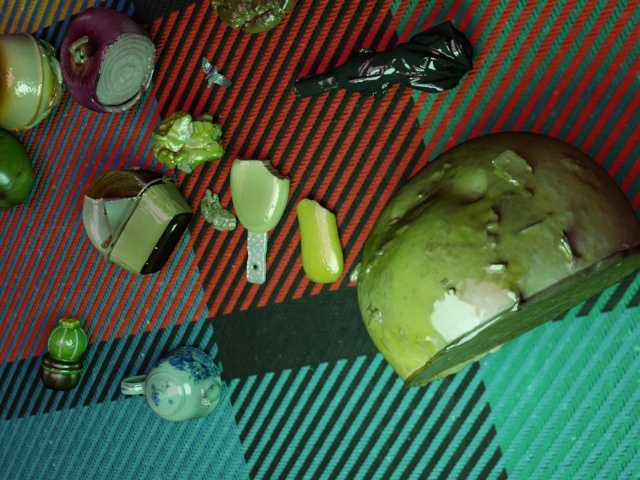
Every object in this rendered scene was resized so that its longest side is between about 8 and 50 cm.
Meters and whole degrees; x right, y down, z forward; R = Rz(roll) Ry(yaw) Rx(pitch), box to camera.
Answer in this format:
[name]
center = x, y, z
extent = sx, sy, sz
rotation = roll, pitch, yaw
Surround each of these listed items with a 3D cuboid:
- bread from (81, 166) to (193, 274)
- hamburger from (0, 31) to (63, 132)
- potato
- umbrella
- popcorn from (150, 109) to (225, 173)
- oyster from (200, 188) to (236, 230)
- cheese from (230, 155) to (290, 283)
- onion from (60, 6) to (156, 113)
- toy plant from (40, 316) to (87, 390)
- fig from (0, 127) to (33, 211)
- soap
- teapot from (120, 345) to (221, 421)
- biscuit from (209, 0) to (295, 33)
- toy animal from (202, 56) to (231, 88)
[bread]
center = -0.392, -0.050, 1.582
extent = 0.212, 0.142, 0.224
rotation = 38, 109, 12
[hamburger]
center = -0.675, -0.351, 1.673
extent = 0.237, 0.147, 0.237
rotation = 2, 93, 35
[potato]
center = 0.244, 0.005, 1.196
extent = 0.442, 0.385, 0.319
rotation = -34, 69, 11
[umbrella]
center = 0.106, -0.306, 1.368
extent = 0.340, 0.118, 0.118
rotation = -7, 92, 24
[popcorn]
center = -0.268, -0.200, 1.526
extent = 0.145, 0.126, 0.126
rotation = -18, 96, -1
[oyster]
center = -0.213, -0.061, 1.561
extent = 0.083, 0.038, 0.080
rotation = 12, 98, 23
[cheese]
center = -0.123, -0.040, 1.520
extent = 0.127, 0.050, 0.255
rotation = 4, 98, 21
[onion]
center = -0.451, -0.378, 1.567
extent = 0.201, 0.200, 0.207
rotation = 19, 134, 20
[toy plant]
center = -0.580, 0.254, 1.716
extent = 0.093, 0.093, 0.162
rotation = 17, 101, 21
[fig]
center = -0.743, -0.164, 1.710
extent = 0.181, 0.181, 0.191
rotation = -8, 65, 23
[soap]
center = 0.000, 0.000, 1.479
extent = 0.089, 0.033, 0.168
rotation = -4, 93, 21
[teapot]
center = -0.306, 0.308, 1.576
extent = 0.232, 0.159, 0.159
rotation = 4, 96, 22
[biscuit]
center = -0.136, -0.521, 1.485
extent = 0.226, 0.042, 0.226
rotation = 3, 97, 22
[toy animal]
center = -0.220, -0.331, 1.543
extent = 0.084, 0.028, 0.050
rotation = 46, 101, 14
